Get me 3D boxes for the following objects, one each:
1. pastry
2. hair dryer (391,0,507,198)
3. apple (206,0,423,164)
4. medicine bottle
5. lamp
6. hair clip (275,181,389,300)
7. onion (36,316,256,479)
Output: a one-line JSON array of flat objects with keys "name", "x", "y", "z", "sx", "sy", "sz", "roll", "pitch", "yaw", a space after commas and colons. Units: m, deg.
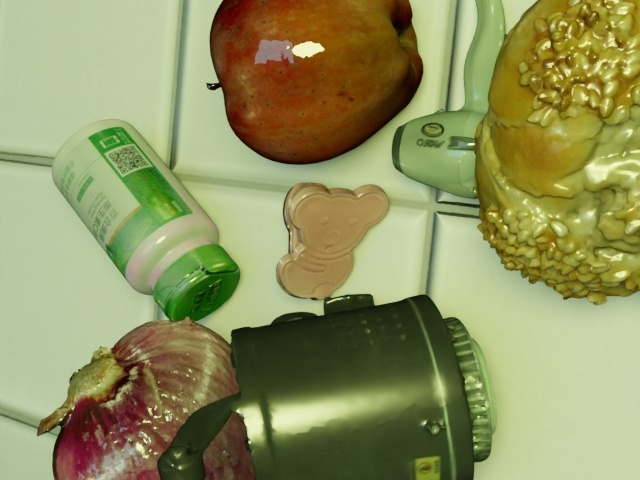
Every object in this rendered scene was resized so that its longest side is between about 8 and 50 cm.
[{"name": "pastry", "x": 0.255, "y": -0.072, "z": 0.755, "sx": 0.255, "sy": 0.162, "sz": 0.310, "roll": 12, "pitch": 122, "yaw": 12}, {"name": "hair dryer", "x": 0.215, "y": -0.154, "z": 0.904, "sx": 0.229, "sy": 0.092, "sz": 0.267, "roll": 26, "pitch": 95, "yaw": 23}, {"name": "apple", "x": -0.010, "y": -0.187, "z": 0.956, "sx": 0.234, "sy": 0.234, "sz": 0.233, "roll": 1, "pitch": 91, "yaw": 34}, {"name": "medicine bottle", "x": -0.220, "y": -0.023, "z": 1.153, "sx": 0.274, "sy": 0.133, "sz": 0.133, "roll": 47, "pitch": 115, "yaw": 23}, {"name": "lamp", "x": 0.036, "y": 0.173, "z": 0.892, "sx": 0.272, "sy": 0.374, "sz": 0.205, "roll": -4, "pitch": 112, "yaw": 13}, {"name": "hair clip", "x": 0.005, "y": 0.001, "z": 1.021, "sx": 0.102, "sy": 0.123, "sz": 0.138, "roll": 0, "pitch": 85, "yaw": 62}, {"name": "onion", "x": -0.127, "y": 0.253, "z": 1.039, "sx": 0.159, "sy": 0.267, "sz": 0.348, "roll": -16, "pitch": 124, "yaw": 36}]
